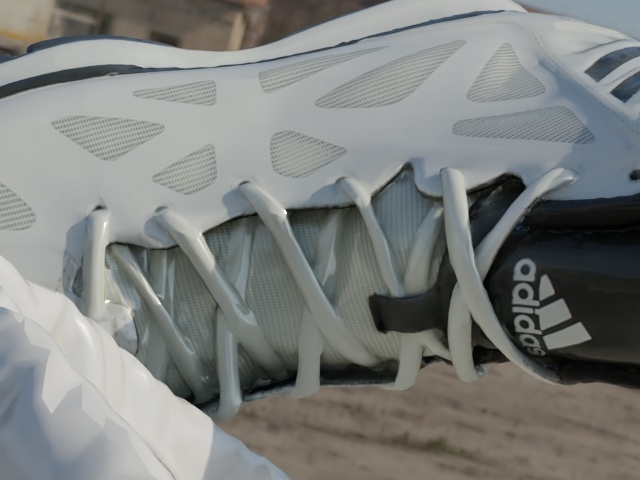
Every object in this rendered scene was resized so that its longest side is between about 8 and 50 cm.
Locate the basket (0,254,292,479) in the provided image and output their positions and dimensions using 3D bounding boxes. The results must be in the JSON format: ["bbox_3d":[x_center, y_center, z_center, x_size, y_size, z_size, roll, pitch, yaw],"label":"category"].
[{"bbox_3d":[-0.052,0.218,0.464,0.331,0.266,0.328,43,-3,35],"label":"basket"}]

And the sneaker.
[{"bbox_3d":[0.000,-0.001,0.630,0.447,0.169,0.257,-23,22,-28],"label":"sneaker"}]
